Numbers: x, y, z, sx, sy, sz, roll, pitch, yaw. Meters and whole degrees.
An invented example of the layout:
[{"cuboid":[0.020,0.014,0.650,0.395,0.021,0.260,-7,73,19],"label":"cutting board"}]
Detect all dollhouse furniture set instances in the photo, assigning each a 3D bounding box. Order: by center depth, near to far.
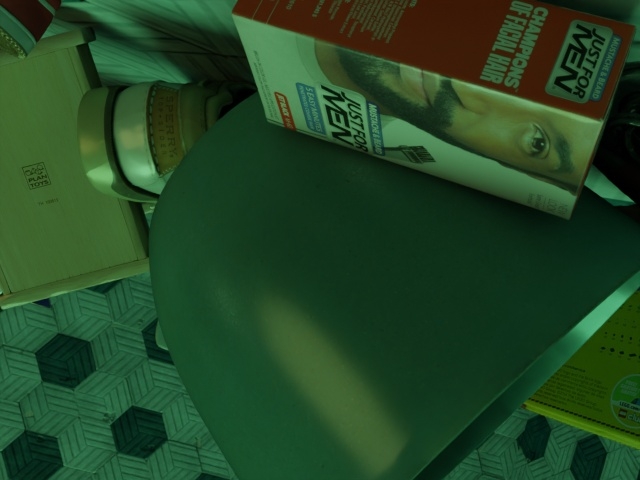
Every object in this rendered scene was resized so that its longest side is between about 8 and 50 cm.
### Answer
[{"cuboid":[-0.274,-0.079,0.790,0.287,0.198,0.303,-14,-164,1],"label":"dollhouse furniture set"}]

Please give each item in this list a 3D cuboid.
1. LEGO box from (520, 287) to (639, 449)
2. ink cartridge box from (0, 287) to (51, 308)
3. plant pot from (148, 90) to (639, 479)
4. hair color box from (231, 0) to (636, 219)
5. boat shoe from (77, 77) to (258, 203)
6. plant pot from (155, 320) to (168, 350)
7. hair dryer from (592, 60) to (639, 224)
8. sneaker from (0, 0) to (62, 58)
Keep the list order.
[{"cuboid":[0.465,0.146,0.764,0.373,0.193,0.500,22,174,-40],"label":"LEGO box"},{"cuboid":[-0.403,-0.019,0.920,0.208,0.045,0.206,22,-161,-36],"label":"ink cartridge box"},{"cuboid":[0.028,0.031,0.538,0.235,0.293,0.293,46,-175,19],"label":"plant pot"},{"cuboid":[0.050,-0.075,0.390,0.167,0.053,0.093,19,159,16],"label":"hair color box"},{"cuboid":[-0.085,-0.075,0.695,0.103,0.113,0.302,-5,-175,12],"label":"boat shoe"},{"cuboid":[-0.038,0.031,1.113,0.247,0.247,0.252,17,-167,10],"label":"plant pot"},{"cuboid":[0.237,-0.027,0.501,0.224,0.080,0.293,33,173,11],"label":"hair dryer"},{"cuboid":[-0.190,-0.165,0.459,0.042,0.067,0.118,19,159,39],"label":"sneaker"}]
